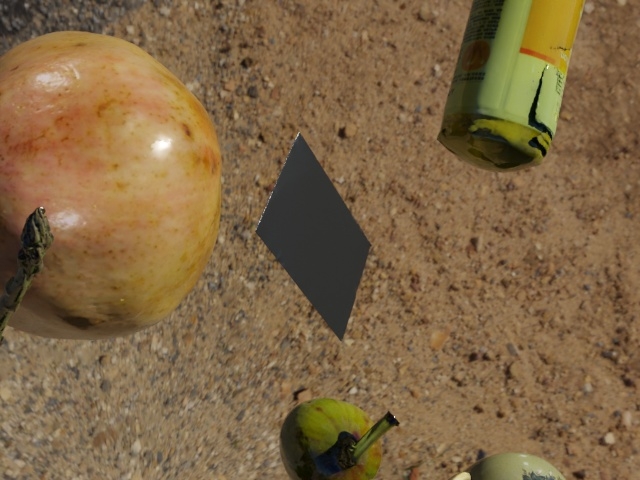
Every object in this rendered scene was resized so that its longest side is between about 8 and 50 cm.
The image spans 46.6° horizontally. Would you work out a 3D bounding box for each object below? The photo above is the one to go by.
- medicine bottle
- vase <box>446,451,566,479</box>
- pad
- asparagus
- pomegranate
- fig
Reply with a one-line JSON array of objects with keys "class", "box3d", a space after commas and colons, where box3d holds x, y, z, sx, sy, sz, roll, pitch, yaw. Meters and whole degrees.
[{"class": "medicine bottle", "box3d": [0.204, -0.189, 0.782, 0.124, 0.124, 0.239, 14, 86, -8]}, {"class": "vase", "box3d": [0.340, 0.562, 1.398, 0.329, 0.241, 0.302, 22, 43, -22]}, {"class": "pad", "box3d": [0.000, 0.000, 1.471, 0.007, 0.367, 0.247, -2, 52, 32]}, {"class": "asparagus", "box3d": [-0.214, 0.041, 0.508, 0.023, 0.233, 0.022, 40, 47, -6]}, {"class": "pomegranate", "box3d": [-0.268, -0.051, 0.789, 0.338, 0.338, 0.338, 5, 67, -12]}, {"class": "fig", "box3d": [0.024, 0.288, 0.996, 0.148, 0.186, 0.142, -13, 96, -10]}]
